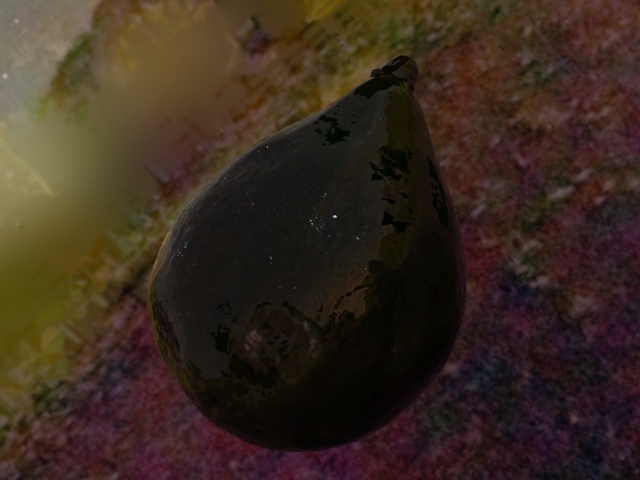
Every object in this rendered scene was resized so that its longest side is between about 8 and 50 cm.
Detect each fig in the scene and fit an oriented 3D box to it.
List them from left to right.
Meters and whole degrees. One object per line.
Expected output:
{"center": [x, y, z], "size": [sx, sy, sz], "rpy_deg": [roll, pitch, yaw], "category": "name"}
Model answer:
{"center": [0.000, 0.000, 0.550], "size": [0.195, 0.195, 0.245], "rpy_deg": [-125, 50, -76], "category": "fig"}
